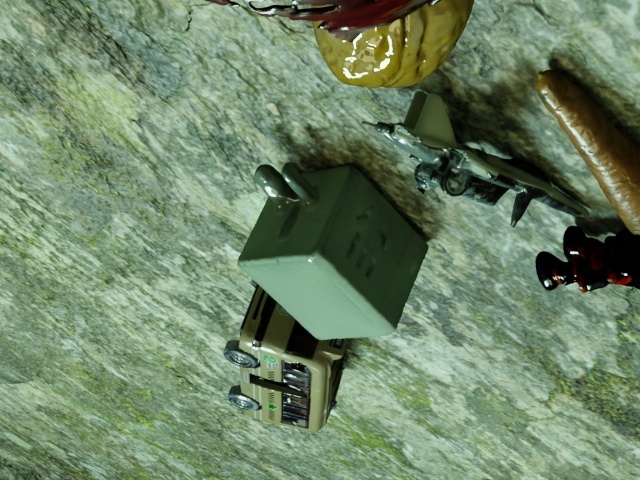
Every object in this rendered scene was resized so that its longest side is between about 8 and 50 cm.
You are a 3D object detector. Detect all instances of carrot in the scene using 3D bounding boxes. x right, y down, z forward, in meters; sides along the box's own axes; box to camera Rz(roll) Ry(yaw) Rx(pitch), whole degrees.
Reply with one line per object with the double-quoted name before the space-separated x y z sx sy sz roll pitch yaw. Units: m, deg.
"carrot" 0.273 -0.093 1.299 0.061 0.061 0.209 -12 132 47

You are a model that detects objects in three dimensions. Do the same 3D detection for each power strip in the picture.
"power strip" 0.000 0.000 1.564 0.139 0.140 0.224 -6 140 44

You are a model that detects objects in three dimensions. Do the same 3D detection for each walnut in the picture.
"walnut" 0.064 -0.215 1.168 0.144 0.144 0.180 18 147 11

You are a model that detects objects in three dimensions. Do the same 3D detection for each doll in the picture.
"doll" 0.344 0.018 1.364 0.249 0.127 0.088 5 146 46

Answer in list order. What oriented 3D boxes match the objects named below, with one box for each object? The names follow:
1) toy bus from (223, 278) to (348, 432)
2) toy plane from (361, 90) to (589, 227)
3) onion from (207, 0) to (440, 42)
"toy bus" -0.039 0.159 1.860 0.157 0.139 0.289 16 152 7
"toy plane" 0.169 -0.064 1.386 0.262 0.088 0.192 32 178 -19
"onion" 0.014 -0.300 0.857 0.341 0.341 0.341 18 151 11
